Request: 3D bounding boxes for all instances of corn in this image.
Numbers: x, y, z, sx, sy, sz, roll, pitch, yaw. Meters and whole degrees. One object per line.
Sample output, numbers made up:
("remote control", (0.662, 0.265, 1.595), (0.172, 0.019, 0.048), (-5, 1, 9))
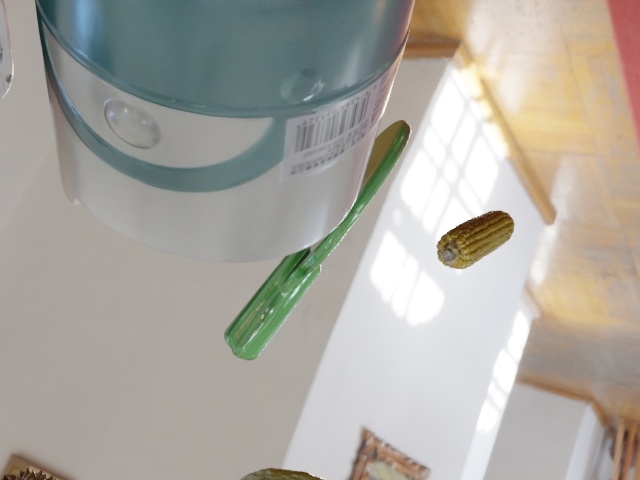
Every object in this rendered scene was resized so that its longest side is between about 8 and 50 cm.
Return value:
("corn", (0.250, -0.004, 1.244), (0.068, 0.068, 0.207), (14, -156, 33))

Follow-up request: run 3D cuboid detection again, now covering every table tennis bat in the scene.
("table tennis bat", (0.000, 0.000, 0.687), (0.039, 0.257, 0.160), (37, -177, -6))

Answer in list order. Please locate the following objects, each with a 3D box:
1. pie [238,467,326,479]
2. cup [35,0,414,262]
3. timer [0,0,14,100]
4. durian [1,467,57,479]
("pie", (-0.069, 0.417, 1.061), (0.201, 0.090, 0.248), (13, 119, 8))
("cup", (-0.044, -0.157, 0.483), (0.219, 0.290, 0.258), (25, 143, 6))
("timer", (-0.601, -0.295, 1.179), (0.087, 0.262, 0.237), (28, 127, 34))
("durian", (-0.320, 0.324, 0.818), (0.136, 0.158, 0.168), (5, 142, -8))
